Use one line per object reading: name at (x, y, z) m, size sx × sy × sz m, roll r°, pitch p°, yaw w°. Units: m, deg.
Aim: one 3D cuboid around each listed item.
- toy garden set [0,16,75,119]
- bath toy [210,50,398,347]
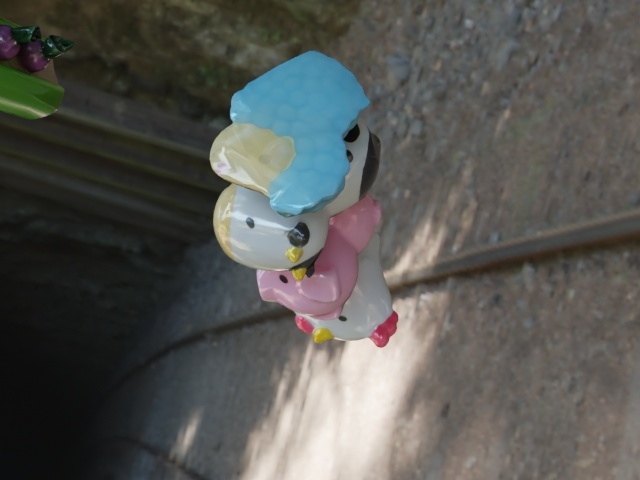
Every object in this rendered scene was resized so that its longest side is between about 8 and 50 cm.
toy garden set at (-0.182, -0.189, 0.496) m, size 0.204 × 0.049 × 0.244 m, roll 12°, pitch -118°, yaw -72°
bath toy at (0.000, 0.000, 0.968) m, size 0.129 × 0.151 × 0.348 m, roll 53°, pitch 172°, yaw 25°
